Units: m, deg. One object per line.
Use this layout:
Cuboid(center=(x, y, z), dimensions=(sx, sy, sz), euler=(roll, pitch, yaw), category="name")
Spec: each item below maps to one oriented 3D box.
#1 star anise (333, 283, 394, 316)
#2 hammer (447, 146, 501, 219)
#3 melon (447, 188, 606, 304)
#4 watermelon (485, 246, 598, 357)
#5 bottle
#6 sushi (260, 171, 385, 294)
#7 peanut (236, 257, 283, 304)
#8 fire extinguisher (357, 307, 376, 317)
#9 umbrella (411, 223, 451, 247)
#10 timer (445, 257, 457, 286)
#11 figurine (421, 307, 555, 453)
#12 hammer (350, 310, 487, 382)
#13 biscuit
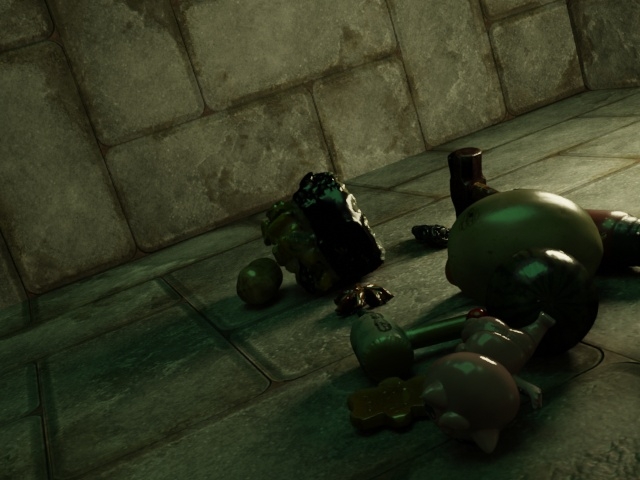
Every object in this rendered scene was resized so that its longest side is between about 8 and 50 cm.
Cuboid(center=(0.107, 0.145, 2.078), dimensions=(0.168, 0.057, 0.168), euler=(-18, 13, 4), category="star anise")
Cuboid(center=(0.523, -0.111, 2.334), dimensions=(0.095, 0.242, 0.409), euler=(-20, 28, -24), category="hammer")
Cuboid(center=(0.439, 0.017, 1.726), dimensions=(0.331, 0.268, 0.268), euler=(-6, 16, 14), category="melon")
Cuboid(center=(0.412, 0.114, 1.510), dimensions=(0.212, 0.212, 0.212), euler=(-16, 14, 4), category="watermelon")
Cuboid(center=(0.626, -0.001, 1.851), dimensions=(0.144, 0.143, 0.336), euler=(-25, 18, -29), category="bottle")
Cuboid(center=(0.000, 0.000, 2.303), dimensions=(0.285, 0.327, 0.328), euler=(-32, 28, -2), category="sushi")
Cuboid(center=(-0.183, 0.117, 2.418), dimensions=(0.137, 0.122, 0.253), euler=(-22, 10, 14), category="peanut")
Cuboid(center=(0.123, 0.184, 1.973), dimensions=(0.038, 0.025, 0.083), euler=(2, 5, -25), category="fire extinguisher")
Cuboid(center=(0.325, -0.018, 2.454), dimensions=(0.071, 0.080, 0.224), euler=(-54, 15, -4), category="umbrella")
Cuboid(center=(0.390, 0.082, 1.905), dimensions=(0.132, 0.132, 0.152), euler=(-23, 37, -22), category="timer")
Cuboid(center=(0.274, 0.225, 1.341), dimensions=(0.176, 0.186, 0.287), euler=(29, 50, 6), category="figurine")
Cuboid(center=(0.219, 0.195, 1.665), dimensions=(0.306, 0.113, 0.202), euler=(-13, 16, -4), category="hammer")
Cuboid(center=(0.161, 0.292, 1.476), dimensions=(0.226, 0.036, 0.166), euler=(-15, 14, -1), category="biscuit")
